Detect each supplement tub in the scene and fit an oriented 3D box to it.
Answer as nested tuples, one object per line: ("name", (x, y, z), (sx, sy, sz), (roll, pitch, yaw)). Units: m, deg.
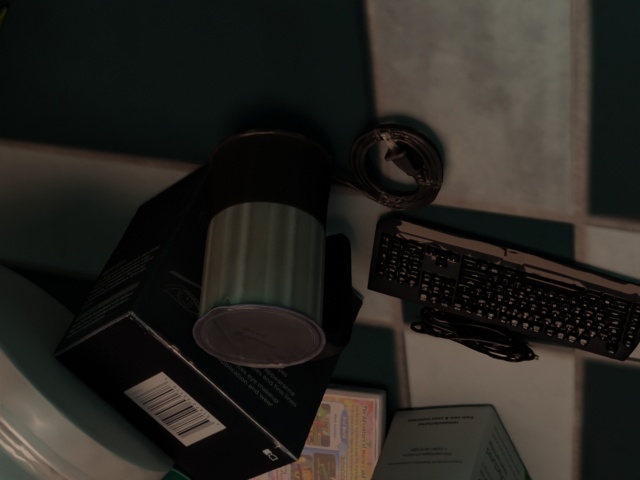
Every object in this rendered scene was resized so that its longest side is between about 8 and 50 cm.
("supplement tub", (-0.283, 0.194, 1.155), (0.325, 0.235, 0.235), (-44, 109, 7))

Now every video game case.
("video game case", (-0.020, 0.184, 1.297), (0.143, 0.019, 0.157), (5, 103, 18))

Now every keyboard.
("keyboard", (0.123, 0.049, 1.141), (0.192, 0.038, 0.100), (16, 137, 11))

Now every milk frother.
("milk frother", (0.000, 0.000, 1.071), (0.129, 0.135, 0.143), (22, 144, -29))

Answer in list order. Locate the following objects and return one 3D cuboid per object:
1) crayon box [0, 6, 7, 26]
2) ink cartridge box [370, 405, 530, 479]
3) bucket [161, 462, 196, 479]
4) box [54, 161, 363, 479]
("crayon box", (-0.331, -0.024, 1.158), (0.081, 0.202, 0.318), (31, 136, -7))
("ink cartridge box", (0.090, 0.248, 1.225), (0.086, 0.208, 0.153), (-7, 129, 30))
("bucket", (-0.226, 0.276, 1.419), (0.281, 0.183, 0.281), (13, 137, 12))
("box", (-0.072, 0.059, 1.150), (0.156, 0.158, 0.093), (44, 134, -19))
